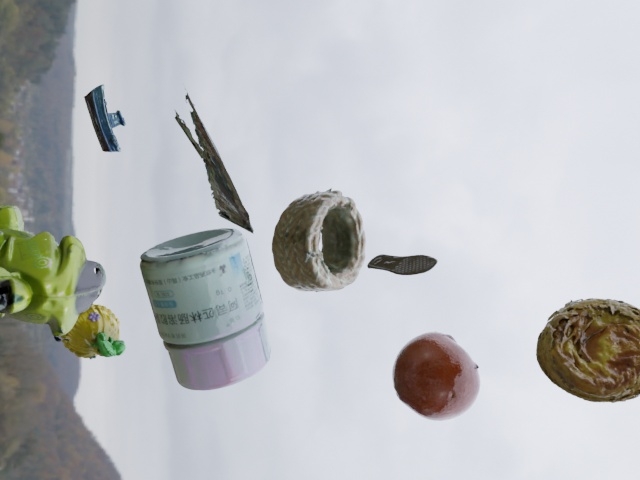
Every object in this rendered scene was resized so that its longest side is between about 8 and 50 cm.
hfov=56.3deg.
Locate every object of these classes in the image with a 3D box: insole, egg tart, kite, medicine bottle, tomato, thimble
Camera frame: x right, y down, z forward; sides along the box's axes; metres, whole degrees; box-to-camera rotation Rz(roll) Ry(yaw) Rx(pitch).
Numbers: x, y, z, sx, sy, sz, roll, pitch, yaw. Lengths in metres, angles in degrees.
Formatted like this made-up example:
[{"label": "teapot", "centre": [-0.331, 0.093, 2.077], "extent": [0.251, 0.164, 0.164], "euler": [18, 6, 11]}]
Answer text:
[{"label": "insole", "centre": [0.113, 0.032, 0.847], "extent": [0.135, 0.045, 0.002], "euler": [4, -48, 57]}, {"label": "egg tart", "centre": [0.668, 0.263, 1.427], "extent": [0.132, 0.297, 0.297], "euler": [63, 2, -45]}, {"label": "kite", "centre": [-0.218, -0.148, 1.213], "extent": [0.368, 0.014, 0.406], "euler": [54, -18, 27]}, {"label": "medicine bottle", "centre": [-0.137, 0.082, 0.736], "extent": [0.135, 0.135, 0.168], "euler": [21, -54, 64]}, {"label": "tomato", "centre": [0.339, 0.411, 1.798], "extent": [0.265, 0.265, 0.264], "euler": [-178, -90, -66]}, {"label": "thimble", "centre": [0.002, 0.006, 1.395], "extent": [0.148, 0.196, 0.229], "euler": [-5, -124, 47]}]

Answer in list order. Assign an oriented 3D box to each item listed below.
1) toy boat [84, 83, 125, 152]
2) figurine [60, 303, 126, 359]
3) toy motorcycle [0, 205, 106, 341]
[{"label": "toy boat", "centre": [-0.430, -0.244, 1.210], "extent": [0.060, 0.061, 0.137], "euler": [22, -50, 61]}, {"label": "figurine", "centre": [-0.407, 0.145, 1.033], "extent": [0.156, 0.095, 0.114], "euler": [30, -24, 41]}, {"label": "toy motorcycle", "centre": [-0.414, 0.037, 0.803], "extent": [0.342, 0.206, 0.142], "euler": [18, -89, 54]}]
